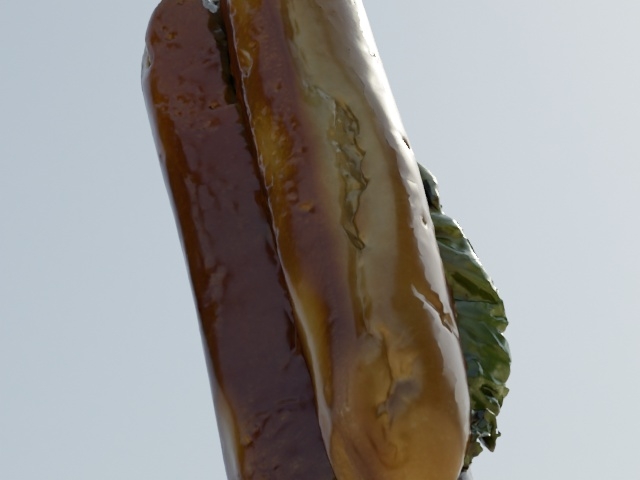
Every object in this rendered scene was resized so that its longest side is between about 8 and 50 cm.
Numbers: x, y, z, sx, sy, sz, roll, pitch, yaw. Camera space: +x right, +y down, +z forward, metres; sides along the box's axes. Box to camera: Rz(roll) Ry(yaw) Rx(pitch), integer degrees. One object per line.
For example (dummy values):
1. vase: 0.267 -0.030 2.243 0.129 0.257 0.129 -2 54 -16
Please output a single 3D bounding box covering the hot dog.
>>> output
1. hot dog: 0.000 0.000 0.791 0.100 0.337 0.135 11 -42 -35
